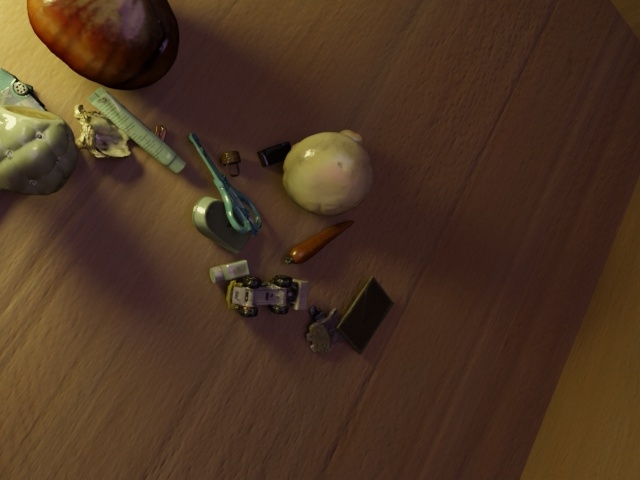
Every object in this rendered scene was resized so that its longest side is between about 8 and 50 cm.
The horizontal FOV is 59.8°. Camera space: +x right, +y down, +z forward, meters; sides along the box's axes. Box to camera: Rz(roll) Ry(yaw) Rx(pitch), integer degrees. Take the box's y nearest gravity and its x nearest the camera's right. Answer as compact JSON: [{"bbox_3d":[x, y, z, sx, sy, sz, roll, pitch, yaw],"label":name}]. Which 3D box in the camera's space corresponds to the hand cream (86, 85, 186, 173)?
[{"bbox_3d":[-0.546,-0.322,1.671,0.331,0.085,0.058,41,47,-32],"label":"hand cream"}]

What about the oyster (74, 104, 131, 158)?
[{"bbox_3d":[-0.655,-0.317,1.646,0.163,0.081,0.191,-45,116,-50],"label":"oyster"}]

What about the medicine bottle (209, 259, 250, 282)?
[{"bbox_3d":[-0.302,0.102,1.839,0.118,0.074,0.055,-14,98,-29],"label":"medicine bottle"}]

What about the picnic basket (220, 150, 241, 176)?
[{"bbox_3d":[-0.294,-0.251,1.845,0.072,0.072,0.083,-15,92,-28],"label":"picnic basket"}]

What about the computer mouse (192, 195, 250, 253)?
[{"bbox_3d":[-0.326,-0.055,1.827,0.231,0.079,0.128,43,62,-37],"label":"computer mouse"}]

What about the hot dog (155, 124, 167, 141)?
[{"bbox_3d":[-0.508,-0.323,1.752,0.037,0.021,0.083,18,83,-18],"label":"hot dog"}]

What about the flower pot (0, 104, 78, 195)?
[{"bbox_3d":[-0.753,-0.234,1.425,0.246,0.246,0.195,7,110,-29],"label":"flower pot"}]

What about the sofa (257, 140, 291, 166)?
[{"bbox_3d":[-0.155,-0.301,1.940,0.118,0.039,0.060,-25,101,-26],"label":"sofa"}]

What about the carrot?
[{"bbox_3d":[0.000,0.000,2.017,0.336,0.069,0.069,-33,106,-28],"label":"carrot"}]

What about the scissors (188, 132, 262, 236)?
[{"bbox_3d":[-0.312,-0.182,1.816,0.032,0.180,0.393,-30,97,20],"label":"scissors"}]

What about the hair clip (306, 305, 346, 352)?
[{"bbox_3d":[0.012,0.326,2.031,0.146,0.056,0.187,-29,107,-19],"label":"hair clip"}]

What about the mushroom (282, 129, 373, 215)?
[{"bbox_3d":[0.054,-0.231,1.918,0.356,0.315,0.315,-17,99,-28],"label":"mushroom"}]

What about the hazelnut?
[{"bbox_3d":[-0.587,-0.607,1.527,0.409,0.359,0.359,36,73,-17],"label":"hazelnut"}]

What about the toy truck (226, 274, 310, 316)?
[{"bbox_3d":[-0.179,0.181,1.889,0.286,0.111,0.136,3,99,-31],"label":"toy truck"}]

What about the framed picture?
[{"bbox_3d":[0.173,0.285,2.112,0.250,0.016,0.184,-54,128,-20],"label":"framed picture"}]

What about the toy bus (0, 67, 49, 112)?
[{"bbox_3d":[-0.808,-0.356,1.549,0.109,0.091,0.261,-43,109,-11],"label":"toy bus"}]
